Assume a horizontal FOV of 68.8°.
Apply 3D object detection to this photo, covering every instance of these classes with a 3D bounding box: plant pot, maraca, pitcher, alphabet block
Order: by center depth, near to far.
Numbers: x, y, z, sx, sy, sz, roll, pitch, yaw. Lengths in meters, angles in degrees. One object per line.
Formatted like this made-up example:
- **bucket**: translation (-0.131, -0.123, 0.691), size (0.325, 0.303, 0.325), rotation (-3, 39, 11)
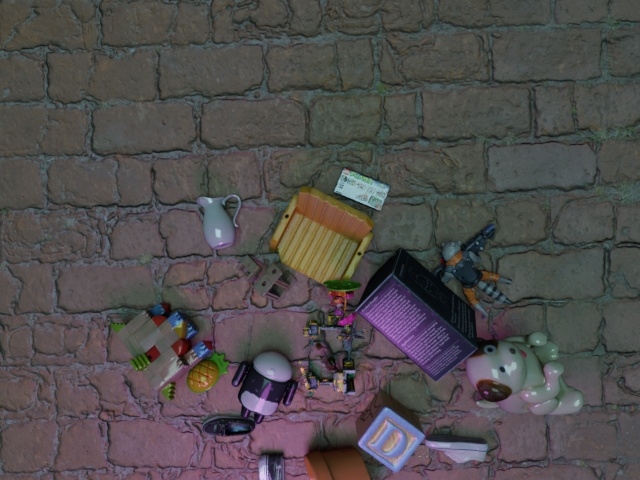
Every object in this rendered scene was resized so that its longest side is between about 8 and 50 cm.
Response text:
- **plant pot**: translation (0.079, 0.947, 1.820), size (0.203, 0.291, 0.291), rotation (-15, 91, -14)
- **alphabet block**: translation (0.267, 0.742, 1.836), size (0.193, 0.197, 0.192), rotation (38, 93, 1)
- **pitcher**: translation (-0.391, -0.081, 1.885), size (0.177, 0.125, 0.207), rotation (-14, 79, -13)
- **maraca**: translation (-0.458, 0.538, 1.902), size (0.185, 0.099, 0.127), rotation (-36, 61, -12)

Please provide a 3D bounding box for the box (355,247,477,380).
- **box**: translation (0.365, 0.264, 1.751), size (0.395, 0.293, 0.212), rotation (42, 114, 1)

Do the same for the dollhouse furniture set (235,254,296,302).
- **dollhouse furniture set**: translation (-0.218, 0.135, 1.893), size (0.183, 0.129, 0.129), rotation (41, 91, 30)

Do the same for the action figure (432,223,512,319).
- **action figure**: translation (0.616, 0.101, 1.830), size (0.330, 0.178, 0.341), rotation (39, 95, -9)

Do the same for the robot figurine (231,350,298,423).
- **robot figurine**: translation (-0.222, 0.578, 1.862), size (0.173, 0.209, 0.278), rotation (26, 93, 43)

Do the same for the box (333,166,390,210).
- **box**: translation (0.169, -0.208, 1.900), size (0.207, 0.036, 0.114), rotation (23, 92, 1)

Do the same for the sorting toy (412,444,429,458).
- **sorting toy**: translation (0.405, 0.869, 1.926), size (0.083, 0.012, 0.062), rotation (0, 96, -2)

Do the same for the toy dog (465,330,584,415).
- **toy dog**: translation (0.696, 0.482, 1.730), size (0.395, 0.408, 0.285), rotation (-29, 48, 34)

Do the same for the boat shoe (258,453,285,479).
- **boat shoe**: translation (-0.173, 1.038, 1.890), size (0.119, 0.121, 0.335), rotation (-9, 89, 6)

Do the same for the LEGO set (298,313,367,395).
- **LEGO set**: translation (0.038, 0.467, 1.838), size (0.254, 0.192, 0.332), rotation (8, 91, 1)

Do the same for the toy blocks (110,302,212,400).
- **toy blocks**: translation (-0.611, 0.395, 1.861), size (0.261, 0.191, 0.381), rotation (-41, 73, -5)

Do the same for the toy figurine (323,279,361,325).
- **toy figurine**: translation (0.079, 0.243, 1.786), size (0.130, 0.173, 0.159), rotation (-11, 102, -37)

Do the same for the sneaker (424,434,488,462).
- **sneaker**: translation (0.546, 0.845, 1.881), size (0.258, 0.094, 0.091), rotation (6, 87, 1)

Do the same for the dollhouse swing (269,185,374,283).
- **dollhouse swing**: translation (0.000, 0.000, 1.777), size (0.346, 0.305, 0.315), rotation (28, 91, 0)

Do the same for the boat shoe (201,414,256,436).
- **boat shoe**: translation (-0.379, 0.768, 1.914), size (0.228, 0.076, 0.080), rotation (0, 91, 1)
